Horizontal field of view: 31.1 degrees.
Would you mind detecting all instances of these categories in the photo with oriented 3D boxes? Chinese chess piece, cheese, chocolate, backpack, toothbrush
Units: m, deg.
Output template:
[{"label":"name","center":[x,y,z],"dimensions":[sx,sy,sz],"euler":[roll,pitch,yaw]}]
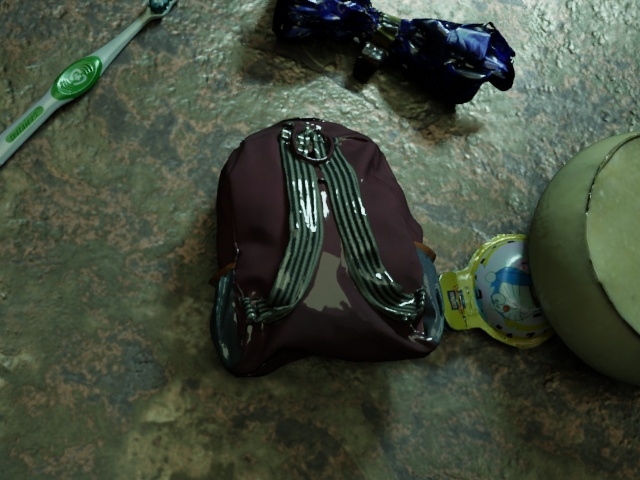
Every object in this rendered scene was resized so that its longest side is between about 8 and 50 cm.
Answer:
[{"label":"Chinese chess piece","center":[0.434,0.021,1.486],"dimensions":[0.338,0.140,0.338],"euler":[6,73,-21]},{"label":"cheese","center":[0.226,0.071,1.505],"dimensions":[0.250,0.064,0.156],"euler":[-10,78,-15]},{"label":"chocolate","center":[0.099,-0.273,1.542],"dimensions":[0.343,0.126,0.148],"euler":[23,113,-7]},{"label":"backpack","center":[0.000,0.000,1.411],"dimensions":[0.283,0.197,0.317],"euler":[-4,77,-9]},{"label":"toothbrush","center":[-0.323,-0.200,1.487],"dimensions":[0.042,0.040,0.418],"euler":[44,78,0]}]
